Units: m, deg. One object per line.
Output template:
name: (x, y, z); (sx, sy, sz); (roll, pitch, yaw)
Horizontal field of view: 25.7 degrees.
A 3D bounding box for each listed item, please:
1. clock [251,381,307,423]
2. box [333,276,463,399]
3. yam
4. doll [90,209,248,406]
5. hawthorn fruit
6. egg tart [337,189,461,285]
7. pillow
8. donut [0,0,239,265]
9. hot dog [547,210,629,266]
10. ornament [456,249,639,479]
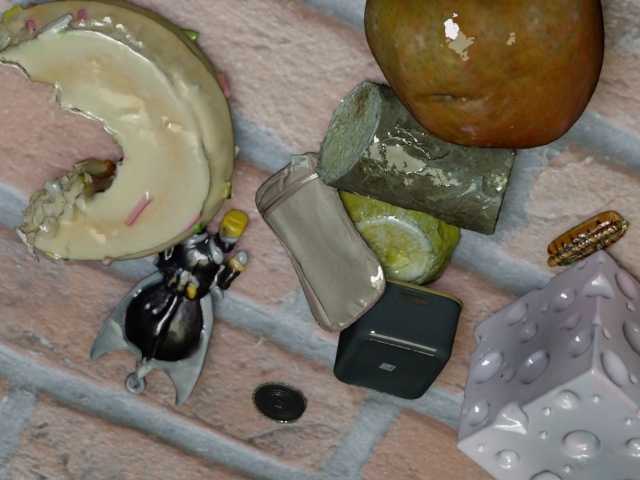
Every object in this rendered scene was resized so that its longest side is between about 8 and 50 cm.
clock: (-0.062, 0.242, 2.097); (0.083, 0.010, 0.074); (25, 122, -10)
box: (0.102, 0.138, 1.916); (0.144, 0.090, 0.201); (15, 152, -6)
yam: (0.131, -0.104, 1.779); (0.254, 0.154, 0.154); (20, 122, -5)
doll: (-0.206, 0.083, 1.956); (0.145, 0.103, 0.316); (17, 116, -24)
hawthorn fruit: (0.204, -0.228, 1.622); (0.267, 0.268, 0.301); (-17, 128, 16)
egg tart: (0.090, 0.001, 1.888); (0.197, 0.078, 0.197); (4, 123, 6)
pillow: (0.000, 0.000, 1.852); (0.130, 0.038, 0.233); (-38, 73, 27)
donut: (-0.257, -0.144, 1.787); (0.307, 0.150, 0.371); (0, 123, 5)
hot dog: (0.356, 0.001, 1.884); (0.122, 0.037, 0.049); (-33, 110, 22)
ornament: (0.357, 0.209, 1.880); (0.240, 0.240, 0.239); (40, 128, -19)
